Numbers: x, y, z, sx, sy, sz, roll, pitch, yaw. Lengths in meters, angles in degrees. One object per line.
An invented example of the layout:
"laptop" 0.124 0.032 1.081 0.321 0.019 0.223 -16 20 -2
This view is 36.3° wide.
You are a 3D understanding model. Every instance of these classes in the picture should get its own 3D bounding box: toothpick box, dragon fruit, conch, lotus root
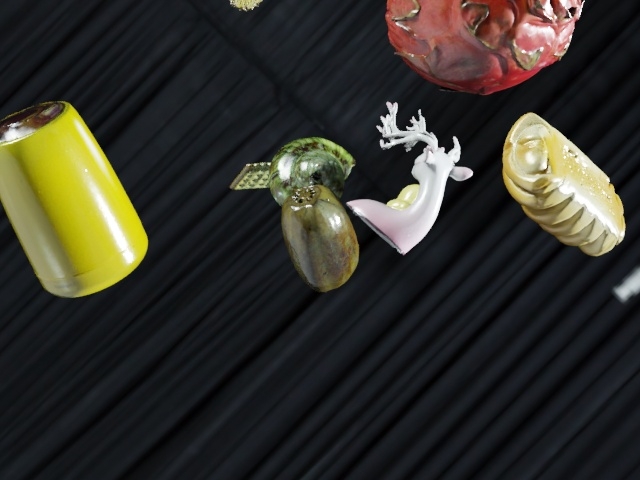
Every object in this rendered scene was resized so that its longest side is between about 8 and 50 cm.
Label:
"toothpick box" -0.382 -0.068 1.440 0.175 0.175 0.271 -129 -163 -61
"dragon fruit" 0.205 -0.300 1.243 0.241 0.252 0.241 -23 90 -83
"conch" -0.013 -0.133 1.869 0.181 0.187 0.124 30 -28 55
"lotus root" 0.000 0.000 1.774 0.123 0.124 0.241 52 -14 46

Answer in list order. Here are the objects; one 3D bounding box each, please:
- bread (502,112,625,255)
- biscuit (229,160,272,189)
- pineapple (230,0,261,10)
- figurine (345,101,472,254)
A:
"bread" 0.443 -0.084 1.783 0.311 0.121 0.173 35 44 -34
"biscuit" -0.063 -0.140 2.043 0.139 0.231 0.016 139 -57 -62
"pineapple" -0.146 -0.476 1.927 0.019 0.083 0.045 -127 -152 -56
"figurine" 0.204 -0.160 2.323 0.206 0.316 0.284 46 -3 -33
